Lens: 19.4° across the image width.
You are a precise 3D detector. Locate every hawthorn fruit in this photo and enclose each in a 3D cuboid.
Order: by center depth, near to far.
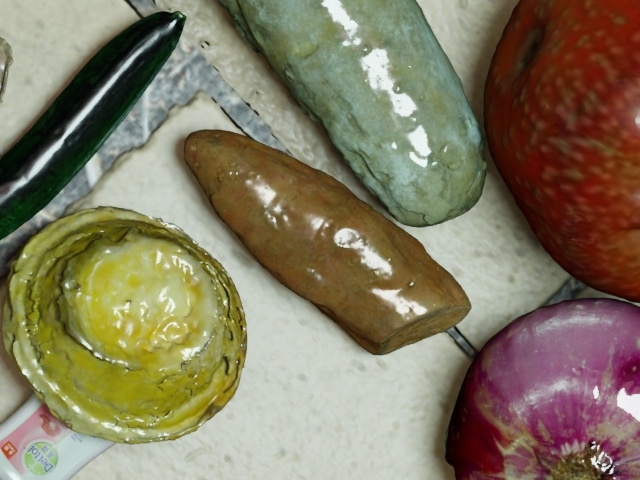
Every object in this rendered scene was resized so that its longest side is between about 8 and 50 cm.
[{"bbox_3d":[0.250,-0.091,1.375,0.275,0.300,0.275,-14,120,-26],"label":"hawthorn fruit"}]

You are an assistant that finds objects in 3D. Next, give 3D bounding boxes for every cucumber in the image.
[{"bbox_3d":[-0.202,-0.068,1.396,0.284,0.056,0.056,-45,95,-6],"label":"cucumber"}]

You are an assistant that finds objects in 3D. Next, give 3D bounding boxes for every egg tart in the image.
[{"bbox_3d":[-0.136,0.056,1.369,0.191,0.074,0.191,8,66,-19],"label":"egg tart"}]

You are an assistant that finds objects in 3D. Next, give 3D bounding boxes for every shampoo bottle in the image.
[{"bbox_3d":[-0.203,0.149,1.386,0.099,0.043,0.072,-42,92,-10],"label":"shampoo bottle"}]

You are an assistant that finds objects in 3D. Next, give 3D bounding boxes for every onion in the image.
[{"bbox_3d":[0.185,0.146,1.388,0.201,0.207,0.200,1,47,-1],"label":"onion"}]

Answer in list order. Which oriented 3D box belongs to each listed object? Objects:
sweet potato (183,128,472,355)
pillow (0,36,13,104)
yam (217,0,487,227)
[{"bbox_3d":[0.000,0.000,1.404,0.252,0.097,0.097,38,81,-8],"label":"sweet potato"},{"bbox_3d":[-0.292,-0.051,1.359,0.135,0.034,0.211,1,77,15],"label":"pillow"},{"bbox_3d":[0.012,-0.154,1.396,0.133,0.133,0.330,-34,93,-10],"label":"yam"}]
